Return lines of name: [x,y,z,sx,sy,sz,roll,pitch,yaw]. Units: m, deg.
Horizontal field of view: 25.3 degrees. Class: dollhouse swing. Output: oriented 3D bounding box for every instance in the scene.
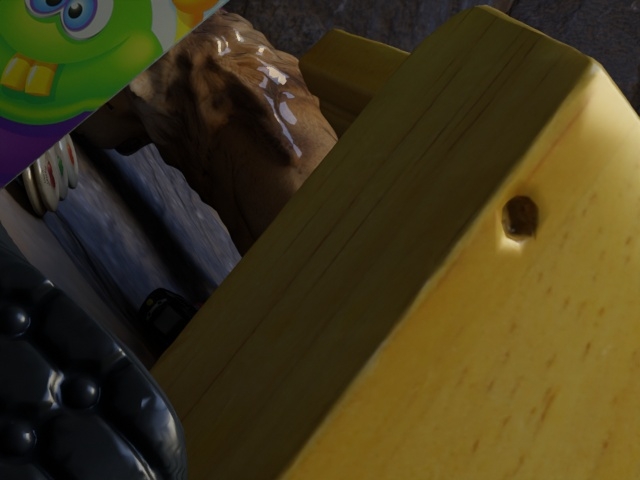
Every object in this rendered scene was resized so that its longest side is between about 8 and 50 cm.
dollhouse swing: [0.063,0.106,0.642,0.347,0.315,0.305,49,-21,-27]

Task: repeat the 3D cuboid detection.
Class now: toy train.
toy train: [-0.062,0.052,0.787,0.036,0.027,0.158,41,1,21]

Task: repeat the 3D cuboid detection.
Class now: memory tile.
memory tile: [-0.150,-0.091,0.729,0.113,0.012,0.148,-100,177,-80]

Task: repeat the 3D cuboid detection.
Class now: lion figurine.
lion figurine: [0.000,0.000,0.881,0.392,0.142,0.240,42,-14,41]

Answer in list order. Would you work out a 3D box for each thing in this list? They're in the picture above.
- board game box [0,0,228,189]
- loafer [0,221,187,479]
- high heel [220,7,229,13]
board game box: [-0.097,-0.157,0.524,0.142,0.275,0.144,47,5,-38]
loafer: [-0.118,0.009,0.374,0.223,0.076,0.078,46,-34,21]
high heel: [-0.034,-0.082,1.399,0.377,0.127,0.181,52,-7,-34]
